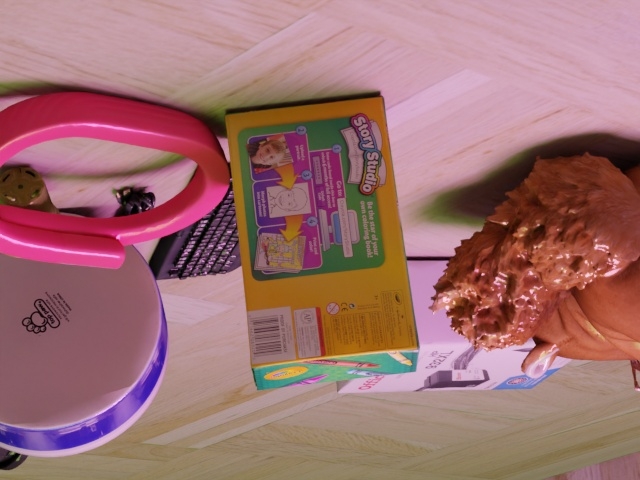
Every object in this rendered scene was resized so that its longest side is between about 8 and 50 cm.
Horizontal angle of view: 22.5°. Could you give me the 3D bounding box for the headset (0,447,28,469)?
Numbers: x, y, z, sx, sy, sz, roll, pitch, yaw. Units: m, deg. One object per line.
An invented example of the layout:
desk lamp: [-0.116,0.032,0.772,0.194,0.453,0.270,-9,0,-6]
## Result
headset: [-0.489,0.236,2.365,0.394,0.185,0.243,4,167,15]

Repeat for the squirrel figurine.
squirrel figurine: [0.333,0.039,1.962,0.397,0.281,0.370,16,163,-19]

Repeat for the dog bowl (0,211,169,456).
dog bowl: [-0.306,0.104,1.822,0.265,0.264,0.104,-5,157,-5]

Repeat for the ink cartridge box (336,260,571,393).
ink cartridge box: [0.189,0.120,2.226,0.308,0.129,0.223,0,159,-19]

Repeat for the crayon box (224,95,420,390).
crayon box: [0.000,0.000,1.622,0.165,0.278,0.081,-6,159,-1]

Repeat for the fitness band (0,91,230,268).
fitness band: [-0.230,-0.061,1.637,0.291,0.054,0.209,8,135,-38]

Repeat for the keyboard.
keyboard: [-0.153,-0.015,1.891,0.202,0.033,0.317,0,158,-17]

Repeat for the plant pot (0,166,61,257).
plant pot: [-0.319,-0.037,1.723,0.083,0.083,0.079,-4,146,-9]
